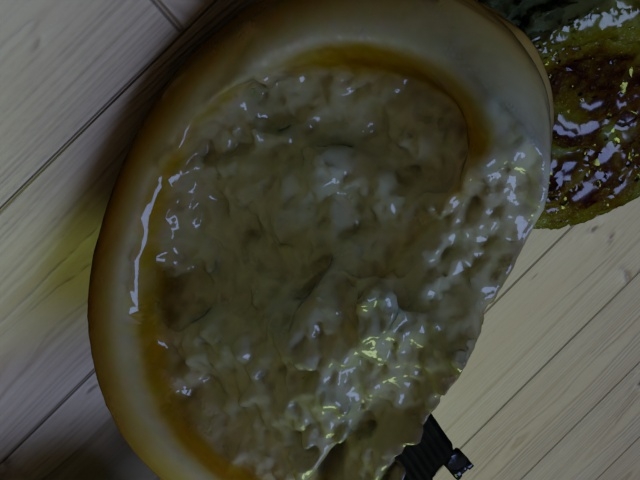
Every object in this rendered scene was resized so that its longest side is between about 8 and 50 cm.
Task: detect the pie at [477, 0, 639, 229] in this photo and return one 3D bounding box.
[{"bbox_3d":[0.230,-0.133,1.487,0.355,0.103,0.288,-28,142,-1],"label":"pie"}]

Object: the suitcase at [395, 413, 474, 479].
[{"bbox_3d":[-0.009,0.193,1.597,0.229,0.152,0.335,-43,151,-5],"label":"suitcase"}]

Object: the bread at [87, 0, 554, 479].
[{"bbox_3d":[0.023,0.011,1.227,0.245,0.329,0.424,5,119,-54],"label":"bread"}]
